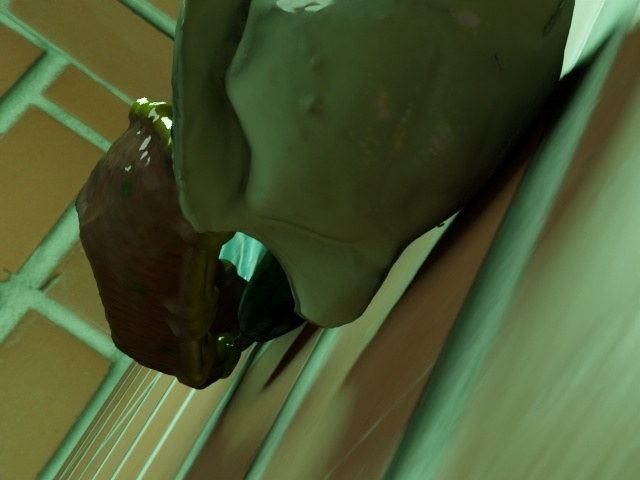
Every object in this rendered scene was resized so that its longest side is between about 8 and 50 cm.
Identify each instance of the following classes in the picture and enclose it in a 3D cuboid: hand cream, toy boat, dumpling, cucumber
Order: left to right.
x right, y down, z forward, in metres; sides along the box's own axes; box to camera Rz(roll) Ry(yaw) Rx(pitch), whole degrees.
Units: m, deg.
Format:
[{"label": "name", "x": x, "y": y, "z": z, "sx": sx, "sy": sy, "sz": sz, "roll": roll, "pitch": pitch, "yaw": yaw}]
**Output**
[{"label": "toy boat", "x": -0.074, "y": 0.007, "z": 0.932, "sx": 0.099, "sy": 0.141, "sz": 0.318, "roll": -17, "pitch": -14, "yaw": -4}, {"label": "hand cream", "x": -0.064, "y": 0.020, "z": 1.439, "sx": 0.083, "sy": 0.048, "sz": 0.224, "roll": -49, "pitch": 11, "yaw": 27}, {"label": "cucumber", "x": 0.000, "y": 0.000, "z": 0.866, "sx": 0.168, "sy": 0.039, "sz": 0.039, "roll": -59, "pitch": 2, "yaw": 30}, {"label": "dumpling", "x": 0.014, "y": -0.065, "z": 0.642, "sx": 0.118, "sy": 0.136, "sz": 0.199, "roll": -93, "pitch": 28, "yaw": -72}]
